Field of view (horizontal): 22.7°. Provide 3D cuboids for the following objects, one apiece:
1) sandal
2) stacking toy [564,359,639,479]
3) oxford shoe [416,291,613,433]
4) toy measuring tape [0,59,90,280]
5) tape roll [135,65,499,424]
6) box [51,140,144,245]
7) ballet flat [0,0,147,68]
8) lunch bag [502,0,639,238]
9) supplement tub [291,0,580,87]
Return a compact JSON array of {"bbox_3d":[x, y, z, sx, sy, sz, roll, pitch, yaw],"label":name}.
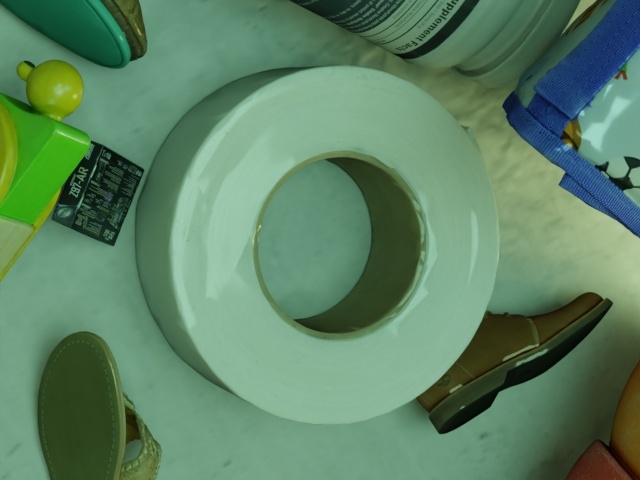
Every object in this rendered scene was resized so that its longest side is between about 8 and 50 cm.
[{"bbox_3d":[-0.163,0.178,1.258,0.079,0.088,0.240,-17,111,-53],"label":"sandal"},{"bbox_3d":[0.267,0.316,1.366,0.480,0.350,0.350,-42,110,6],"label":"stacking toy"},{"bbox_3d":[0.165,0.085,1.382,0.212,0.076,0.076,-25,65,-29],"label":"oxford shoe"},{"bbox_3d":[-0.286,-0.005,1.174,0.121,0.121,0.330,34,101,-22],"label":"toy measuring tape"},{"bbox_3d":[0.000,0.000,1.283,0.286,0.100,0.286,-2,95,-23],"label":"tape roll"},{"bbox_3d":[-0.169,-0.036,1.222,0.018,0.083,0.067,20,86,19],"label":"box"},{"bbox_3d":[-0.251,-0.264,1.162,0.342,0.116,0.124,32,63,-18],"label":"ballet flat"},{"bbox_3d":[0.318,-0.148,1.191,0.328,0.239,0.385,-50,156,10],"label":"lunch bag"},{"bbox_3d":[0.057,-0.250,1.234,0.272,0.191,0.191,24,85,-23],"label":"supplement tub"}]
